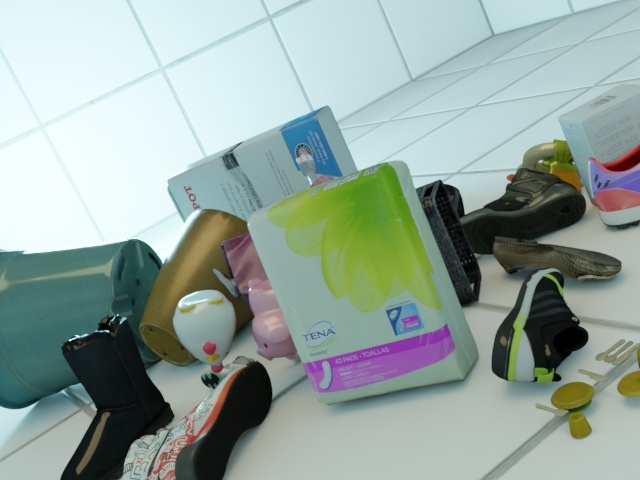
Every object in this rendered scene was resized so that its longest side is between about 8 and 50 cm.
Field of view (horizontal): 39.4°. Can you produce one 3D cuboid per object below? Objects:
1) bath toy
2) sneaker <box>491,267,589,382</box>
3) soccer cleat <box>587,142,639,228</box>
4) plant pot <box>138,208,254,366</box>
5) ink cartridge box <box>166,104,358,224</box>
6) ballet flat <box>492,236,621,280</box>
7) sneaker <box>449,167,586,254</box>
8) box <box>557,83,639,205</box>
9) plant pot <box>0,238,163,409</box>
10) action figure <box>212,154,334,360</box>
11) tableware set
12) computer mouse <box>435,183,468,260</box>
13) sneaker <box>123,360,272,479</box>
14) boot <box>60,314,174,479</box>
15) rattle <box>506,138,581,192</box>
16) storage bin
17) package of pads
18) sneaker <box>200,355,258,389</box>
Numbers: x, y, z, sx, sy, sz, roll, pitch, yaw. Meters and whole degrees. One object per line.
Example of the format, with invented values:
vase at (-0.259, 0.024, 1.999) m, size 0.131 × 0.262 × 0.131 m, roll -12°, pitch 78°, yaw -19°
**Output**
bath toy at (-0.050, 0.122, 1.374) m, size 0.348 × 0.129 × 0.151 m, roll -12°, pitch 15°, yaw 0°
sneaker at (0.288, 0.114, 1.118) m, size 0.097 × 0.084 × 0.235 m, roll 10°, pitch 31°, yaw 25°
soccer cleat at (0.569, -0.129, 1.371) m, size 0.318 × 0.116 × 0.108 m, roll -23°, pitch 14°, yaw 9°
plant pot at (-0.228, 0.108, 1.717) m, size 0.237 × 0.237 × 0.254 m, roll -11°, pitch 34°, yaw 45°
ink cartridge box at (-0.113, -0.102, 2.080) m, size 0.394 × 0.285 × 0.166 m, roll -20°, pitch 14°, yaw 18°
ballet flat at (0.341, 0.034, 1.320) m, size 0.084 × 0.058 × 0.250 m, roll 7°, pitch 3°, yaw -30°
sneaker at (0.326, -0.052, 1.535) m, size 0.227 × 0.087 × 0.130 m, roll -21°, pitch 27°, yaw 4°
box at (0.493, -0.153, 1.474) m, size 0.130 × 0.170 × 0.091 m, roll -27°, pitch 16°, yaw -4°
plant pot at (-0.497, 0.150, 1.826) m, size 0.334 × 0.341 × 0.341 m, roll -12°, pitch 18°, yaw 16°
action figure at (0.000, 0.000, 1.577) m, size 0.370 × 0.248 × 0.275 m, roll -35°, pitch 16°, yaw -8°
tableware set at (0.318, 0.161, 0.967) m, size 0.154 × 0.024 × 0.104 m, roll -30°, pitch 18°, yaw -23°
computer mouse at (0.209, -0.010, 1.673) m, size 0.188 × 0.072 × 0.272 m, roll -17°, pitch 29°, yaw 22°
sneaker at (-0.177, 0.268, 1.279) m, size 0.145 × 0.090 × 0.270 m, roll -15°, pitch 20°, yaw 26°
boot at (-0.352, 0.253, 1.392) m, size 0.094 × 0.207 × 0.246 m, roll -14°, pitch 19°, yaw 37°
rattle at (0.421, -0.095, 1.678) m, size 0.130 × 0.143 × 0.199 m, roll 3°, pitch -19°, yaw -31°
storage bin at (0.180, 0.010, 1.406) m, size 0.084 × 0.180 × 0.122 m, roll -20°, pitch 15°, yaw 19°
package of pads at (0.052, 0.062, 1.203) m, size 0.229 × 0.297 × 0.101 m, roll -17°, pitch 8°, yaw 30°
sneaker at (-0.149, 0.220, 1.515) m, size 0.098 × 0.038 × 0.069 m, roll -8°, pitch 19°, yaw 24°
